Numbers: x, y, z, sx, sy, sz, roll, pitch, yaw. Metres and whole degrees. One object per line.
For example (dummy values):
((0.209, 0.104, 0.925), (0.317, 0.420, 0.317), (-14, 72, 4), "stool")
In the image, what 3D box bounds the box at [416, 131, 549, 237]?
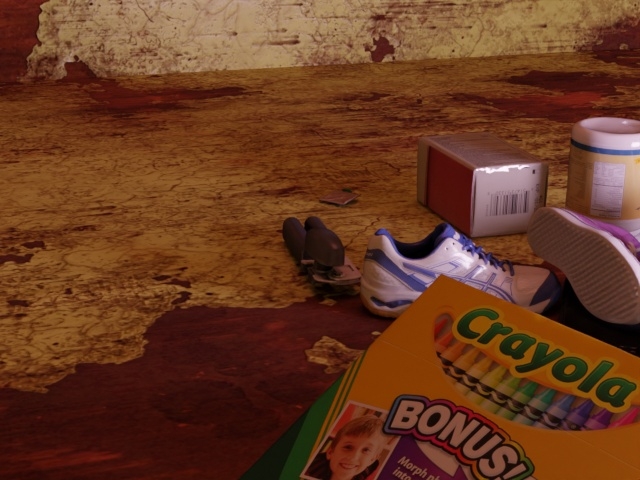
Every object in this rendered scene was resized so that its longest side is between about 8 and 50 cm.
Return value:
((0.284, -0.103, 2.293), (0.149, 0.127, 0.232), (-6, 20, -19), "box")

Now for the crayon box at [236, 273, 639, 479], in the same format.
((0.144, 0.214, 1.166), (0.313, 0.106, 0.363), (-45, 39, -18), "crayon box")

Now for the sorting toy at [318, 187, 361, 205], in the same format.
((0.043, -0.081, 2.392), (0.062, 0.012, 0.083), (8, 23, 33), "sorting toy")

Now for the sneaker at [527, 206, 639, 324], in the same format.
((0.433, 0.035, 1.856), (0.161, 0.102, 0.282), (12, 24, -26), "sneaker")

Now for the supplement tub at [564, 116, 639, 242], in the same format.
((0.489, -0.097, 2.175), (0.144, 0.199, 0.144), (1, 20, 0), "supplement tub")

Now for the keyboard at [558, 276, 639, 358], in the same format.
((0.439, 0.115, 1.814), (0.201, 0.033, 0.317), (4, 20, 12), "keyboard")

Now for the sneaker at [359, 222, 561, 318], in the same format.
((0.208, 0.043, 1.861), (0.296, 0.131, 0.112), (0, 17, -8), "sneaker")

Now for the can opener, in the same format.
((0.000, 0.000, 2.024), (0.076, 0.095, 0.283), (-3, 19, -13), "can opener")
